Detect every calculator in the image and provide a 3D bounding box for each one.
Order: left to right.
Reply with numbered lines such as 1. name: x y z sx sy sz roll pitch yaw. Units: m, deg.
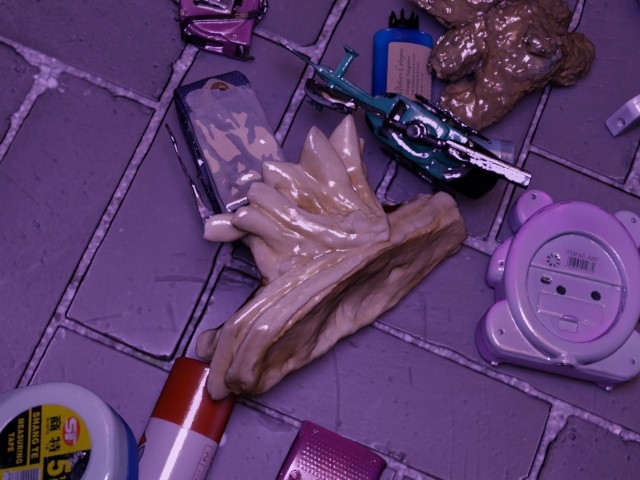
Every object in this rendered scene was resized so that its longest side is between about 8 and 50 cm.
1. calculator: -0.006 0.340 1.442 0.127 0.034 0.190 26 74 -1

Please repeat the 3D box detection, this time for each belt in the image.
1. belt: -0.123 -0.108 1.500 0.126 0.139 0.230 -20 79 -13

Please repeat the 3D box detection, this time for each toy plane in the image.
1. toy plane: 0.105 -0.159 1.494 0.382 0.155 0.106 36 97 8

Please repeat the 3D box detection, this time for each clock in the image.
1. clock: 0.338 0.064 1.534 0.228 0.090 0.248 13 71 -3

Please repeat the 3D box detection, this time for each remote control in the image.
1. remote control: 0.533 -0.227 1.634 0.250 0.103 0.034 -29 82 -13

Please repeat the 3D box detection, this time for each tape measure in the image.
1. tape measure: -0.338 0.218 1.378 0.215 0.098 0.351 -11 61 7
2. tape measure: -0.139 -0.325 1.594 0.125 0.074 0.118 11 72 -6

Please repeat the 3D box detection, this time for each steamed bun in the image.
1. steamed bun: 0.000 0.000 1.412 0.428 0.247 0.189 -34 68 -29

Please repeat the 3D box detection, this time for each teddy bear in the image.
1. teddy bear: 0.242 -0.312 1.593 0.267 0.156 0.256 -30 74 -19

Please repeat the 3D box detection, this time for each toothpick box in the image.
1. toothpick box: 0.228 -0.122 1.592 0.083 0.052 0.052 9 73 -3

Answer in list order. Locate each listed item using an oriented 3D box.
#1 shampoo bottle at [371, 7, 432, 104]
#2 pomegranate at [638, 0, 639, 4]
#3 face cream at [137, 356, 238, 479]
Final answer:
1. shampoo bottle: 0.118 -0.242 1.614 0.087 0.050 0.183 4 74 -3
2. pomegranate: 0.543 -0.363 1.662 0.138 0.125 0.163 -12 76 -23
3. face cream: -0.179 0.261 1.410 0.096 0.096 0.214 22 72 0
